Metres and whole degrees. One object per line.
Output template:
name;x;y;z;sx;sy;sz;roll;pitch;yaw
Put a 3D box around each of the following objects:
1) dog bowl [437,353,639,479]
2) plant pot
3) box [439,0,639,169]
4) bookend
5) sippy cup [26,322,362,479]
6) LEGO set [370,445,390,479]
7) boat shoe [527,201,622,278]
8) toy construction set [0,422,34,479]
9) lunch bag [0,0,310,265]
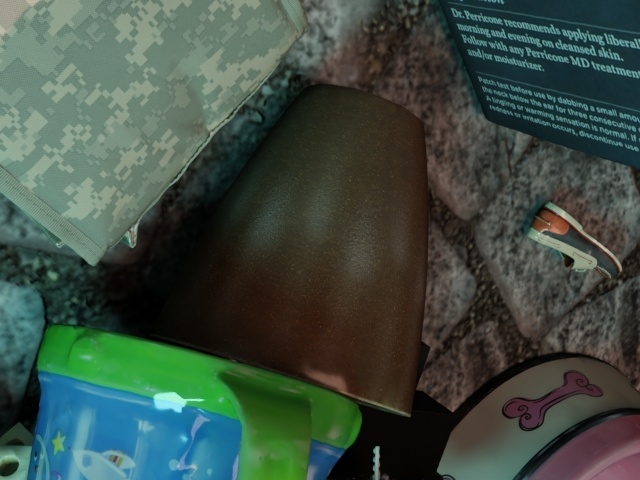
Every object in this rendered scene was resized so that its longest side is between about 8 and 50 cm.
dog bowl;0.279;0.344;1.137;0.407;0.150;0.408;-12;114;-29
plant pot;0.000;0.000;0.812;0.215;0.215;0.231;23;79;-37
box;0.308;-0.385;0.794;0.480;0.297;0.472;-39;125;-16
bookend;0.065;0.148;0.971;0.156;0.072;0.157;12;101;-35
sippy cup;-0.110;0.195;0.705;0.305;0.240;0.224;60;43;-74
LEGO set;0.056;0.227;0.910;0.182;0.244;0.060;16;69;-39
boat shoe;0.271;0.009;1.071;0.137;0.049;0.043;34;90;-34
toy construction set;-0.333;0.111;0.664;0.215;0.151;0.328;-58;139;-33
lunch bag;-0.172;-0.152;0.648;0.235;0.169;0.287;-49;122;-8
